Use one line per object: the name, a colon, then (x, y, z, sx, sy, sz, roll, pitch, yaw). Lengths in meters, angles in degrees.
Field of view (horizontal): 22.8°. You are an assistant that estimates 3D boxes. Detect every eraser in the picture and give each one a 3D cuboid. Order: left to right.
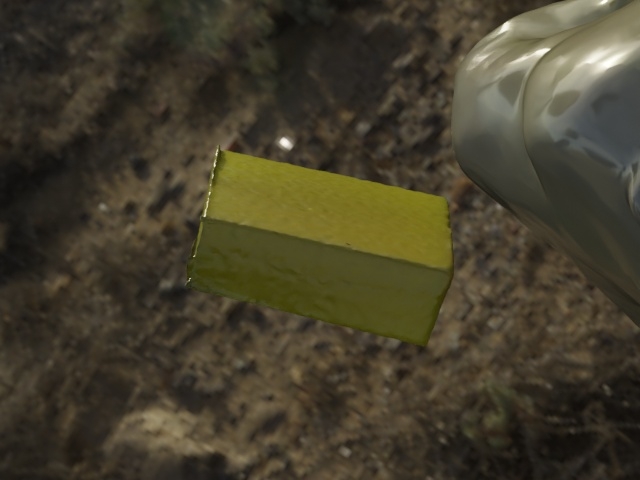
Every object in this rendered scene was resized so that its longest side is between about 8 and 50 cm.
eraser: (0.000, 0.000, 0.778, 0.097, 0.122, 0.045, -83, 7, -66)

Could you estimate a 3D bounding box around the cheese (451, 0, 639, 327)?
cheese: (0.201, -0.002, 0.386, 0.251, 0.248, 0.173, -35, 13, -3)
